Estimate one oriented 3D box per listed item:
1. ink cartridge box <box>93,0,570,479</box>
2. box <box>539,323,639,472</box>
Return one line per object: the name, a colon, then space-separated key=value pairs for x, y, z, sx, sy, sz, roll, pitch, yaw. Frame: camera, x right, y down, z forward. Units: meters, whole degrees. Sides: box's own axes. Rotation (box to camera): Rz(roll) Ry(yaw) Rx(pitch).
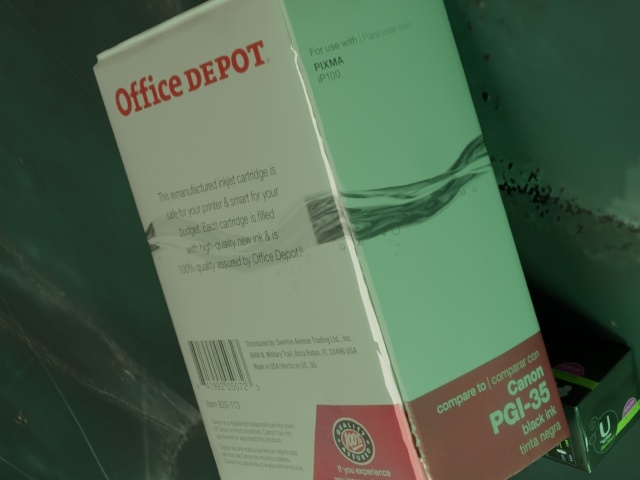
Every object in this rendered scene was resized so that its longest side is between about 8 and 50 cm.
ink cartridge box: x=0.000 y=0.000 z=0.705 sx=0.207 sy=0.117 sz=0.283 roll=-8 pitch=100 yaw=53
box: x=0.139 y=0.091 z=0.734 sx=0.083 sy=0.062 sz=0.052 roll=12 pitch=130 yaw=44
